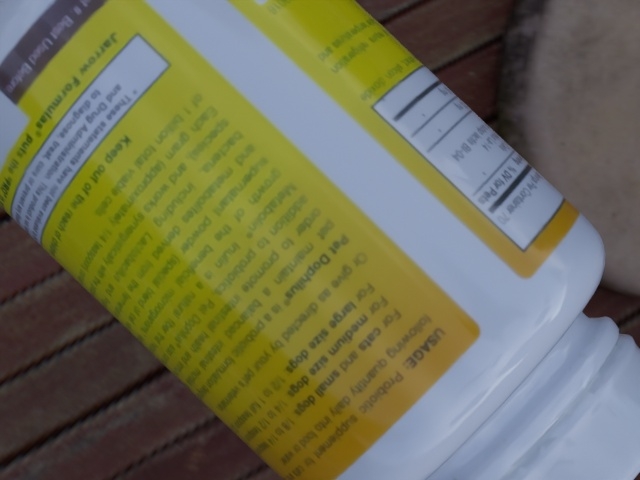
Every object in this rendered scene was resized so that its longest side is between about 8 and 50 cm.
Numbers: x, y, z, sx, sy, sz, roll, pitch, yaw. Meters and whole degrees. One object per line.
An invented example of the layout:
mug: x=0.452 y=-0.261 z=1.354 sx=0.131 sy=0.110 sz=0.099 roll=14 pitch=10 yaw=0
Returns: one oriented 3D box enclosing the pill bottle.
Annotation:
pill bottle: x=0.000 y=0.000 z=0.445 sx=0.215 sy=0.117 sz=0.117 roll=44 pitch=77 yaw=3
